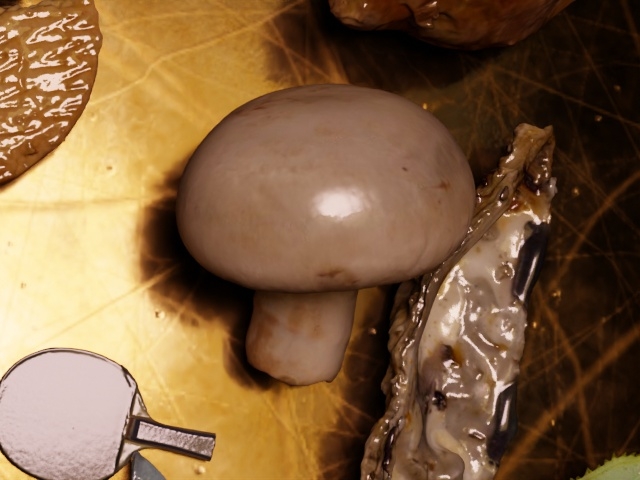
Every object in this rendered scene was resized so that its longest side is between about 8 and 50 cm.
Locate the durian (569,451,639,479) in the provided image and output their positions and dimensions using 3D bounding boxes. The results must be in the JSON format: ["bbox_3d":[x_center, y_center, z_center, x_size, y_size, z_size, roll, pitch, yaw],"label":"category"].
[{"bbox_3d":[0.180,0.247,1.141,0.086,0.100,0.215,30,68,-7],"label":"durian"}]

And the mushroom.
[{"bbox_3d":[0.004,-0.009,1.077,0.206,0.206,0.209,-3,83,-17],"label":"mushroom"}]

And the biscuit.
[{"bbox_3d":[-0.257,-0.100,1.094,0.224,0.033,0.144,-11,85,-14],"label":"biscuit"}]

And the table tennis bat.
[{"bbox_3d":[-0.151,0.128,1.105,0.158,0.014,0.095,14,77,-13],"label":"table tennis bat"}]

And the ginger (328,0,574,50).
[{"bbox_3d":[0.117,-0.288,1.174,0.274,0.152,0.357,26,74,-11],"label":"ginger"}]

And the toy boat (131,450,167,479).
[{"bbox_3d":[-0.112,0.210,1.087,0.096,0.034,0.122,12,85,-21],"label":"toy boat"}]

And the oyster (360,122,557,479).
[{"bbox_3d":[0.107,0.067,1.167,0.129,0.079,0.345,29,72,-33],"label":"oyster"}]
